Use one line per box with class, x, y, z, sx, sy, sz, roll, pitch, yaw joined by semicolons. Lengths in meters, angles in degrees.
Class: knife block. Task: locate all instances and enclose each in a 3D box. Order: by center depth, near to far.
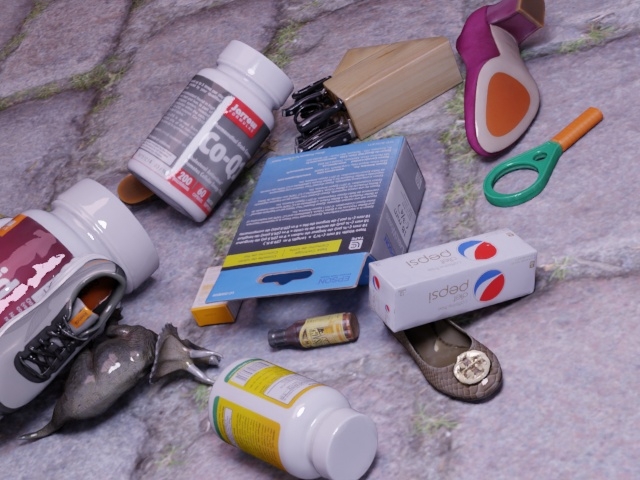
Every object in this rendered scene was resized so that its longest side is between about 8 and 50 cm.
knife block;0.079;-0.234;2.020;0.276;0.088;0.242;-3;41;29

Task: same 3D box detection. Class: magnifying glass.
magnifying glass;0.337;-0.126;1.775;0.231;0.026;0.092;-40;37;-17

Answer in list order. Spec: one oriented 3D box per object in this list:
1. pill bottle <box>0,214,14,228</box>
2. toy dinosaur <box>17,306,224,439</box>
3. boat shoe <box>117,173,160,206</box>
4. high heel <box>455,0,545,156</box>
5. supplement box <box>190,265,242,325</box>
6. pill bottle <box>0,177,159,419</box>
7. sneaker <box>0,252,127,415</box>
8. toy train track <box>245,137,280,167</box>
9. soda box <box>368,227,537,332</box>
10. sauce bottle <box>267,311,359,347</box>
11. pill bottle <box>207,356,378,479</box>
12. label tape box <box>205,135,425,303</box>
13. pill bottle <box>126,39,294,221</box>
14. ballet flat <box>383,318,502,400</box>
pill bottle;-0.608;0.005;2.110;0.209;0.119;0.119;11;48;41
toy dinosaur;-0.306;0.186;1.684;0.314;0.121;0.160;-26;21;-8
boat shoe;-0.261;-0.119;2.098;0.207;0.073;0.073;-20;-6;-2
high heel;0.267;-0.252;1.947;0.181;0.127;0.377;-32;26;47
supplement box;-0.151;0.082;1.793;0.062;0.036;0.098;-9;38;23
pill bottle;-0.450;0.094;1.800;0.392;0.224;0.224;-43;38;-23
sneaker;-0.374;0.128;1.657;0.271;0.100;0.108;-53;27;-16
toy train track;-0.105;-0.159;2.100;0.048;0.014;0.083;19;54;46
soda box;0.173;0.050;1.542;0.216;0.069;0.074;-14;32;-22
sauce bottle;-0.011;0.128;1.643;0.128;0.042;0.042;-13;36;22
pill bottle;-0.033;0.225;1.461;0.208;0.117;0.117;15;51;44
label tape box;0.000;0.000;1.745;0.241;0.106;0.333;-7;39;25
pill bottle;-0.180;-0.186;1.991;0.283;0.161;0.161;-54;40;-7
ballet flat;0.147;0.125;1.530;0.084;0.058;0.250;-32;35;-9
